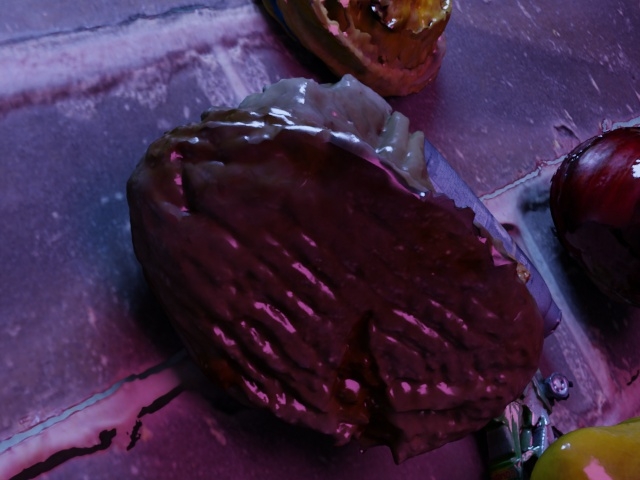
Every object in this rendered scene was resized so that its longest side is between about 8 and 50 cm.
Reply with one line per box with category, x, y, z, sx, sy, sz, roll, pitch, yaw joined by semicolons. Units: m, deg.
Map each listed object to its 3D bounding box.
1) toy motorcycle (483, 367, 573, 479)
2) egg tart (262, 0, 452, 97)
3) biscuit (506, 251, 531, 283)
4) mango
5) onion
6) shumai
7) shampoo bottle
toy motorcycle;0.164;0.138;1.371;0.106;0.074;0.190;-15;79;-44
egg tart;0.040;-0.277;1.468;0.291;0.107;0.290;31;45;-36
biscuit;0.135;0.060;1.327;0.064;0.034;0.199;40;32;3
mango;0.289;0.256;1.363;0.332;0.142;0.195;2;87;-52
onion;0.366;-0.030;1.582;0.252;0.252;0.219;31;88;-36
shumai;-0.001;0.000;1.200;0.346;0.217;0.283;25;15;-20
shampoo bottle;0.147;0.002;1.455;0.233;0.049;0.087;48;39;-18
